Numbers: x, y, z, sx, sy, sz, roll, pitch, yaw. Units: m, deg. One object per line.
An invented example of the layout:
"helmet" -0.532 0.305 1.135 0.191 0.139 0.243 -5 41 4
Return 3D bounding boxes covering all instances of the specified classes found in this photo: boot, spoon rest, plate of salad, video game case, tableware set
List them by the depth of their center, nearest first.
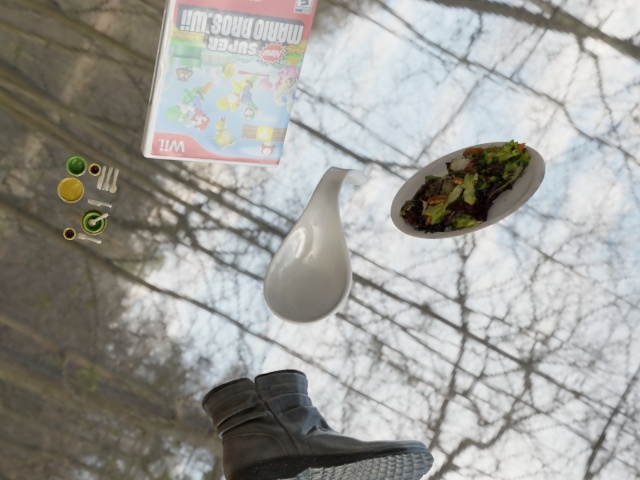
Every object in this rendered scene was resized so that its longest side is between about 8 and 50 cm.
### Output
"plate of salad" 0.176 -0.072 1.265 0.200 0.048 0.200 -19 -149 12
"video game case" -0.126 -0.239 1.424 0.025 0.204 0.285 -122 -140 -54
"spoon rest" 0.000 0.000 1.550 0.084 0.137 0.276 61 42 -56
"boot" -0.004 0.292 1.615 0.222 0.338 0.118 -109 -154 -45
"tableware set" -0.437 -0.074 1.901 0.024 0.104 0.154 -127 -127 -80
